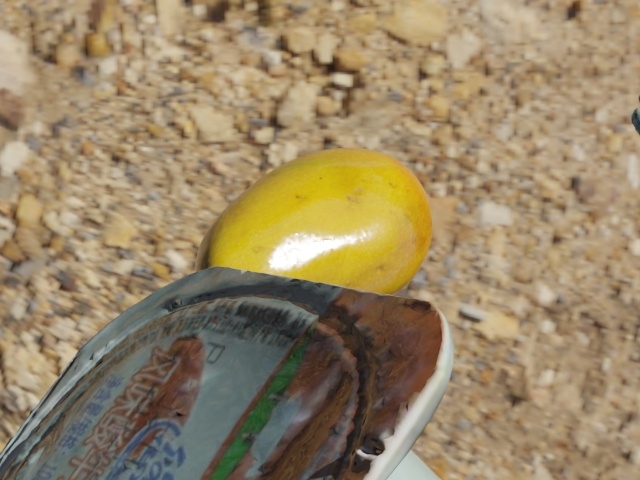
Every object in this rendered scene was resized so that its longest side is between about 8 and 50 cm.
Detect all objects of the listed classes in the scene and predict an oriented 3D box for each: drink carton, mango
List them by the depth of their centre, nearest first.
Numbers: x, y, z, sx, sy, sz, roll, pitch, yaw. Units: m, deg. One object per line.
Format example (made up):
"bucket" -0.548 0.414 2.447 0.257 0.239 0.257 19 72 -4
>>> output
"drink carton" -0.005 0.131 0.548 0.189 0.191 0.185 41 69 -31
"mango" 0.000 0.000 1.281 0.253 0.138 0.113 -29 150 -50

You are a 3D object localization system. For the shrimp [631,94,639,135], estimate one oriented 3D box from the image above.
"shrimp" 0.299 -0.032 1.037 0.221 0.410 0.166 10 65 7
